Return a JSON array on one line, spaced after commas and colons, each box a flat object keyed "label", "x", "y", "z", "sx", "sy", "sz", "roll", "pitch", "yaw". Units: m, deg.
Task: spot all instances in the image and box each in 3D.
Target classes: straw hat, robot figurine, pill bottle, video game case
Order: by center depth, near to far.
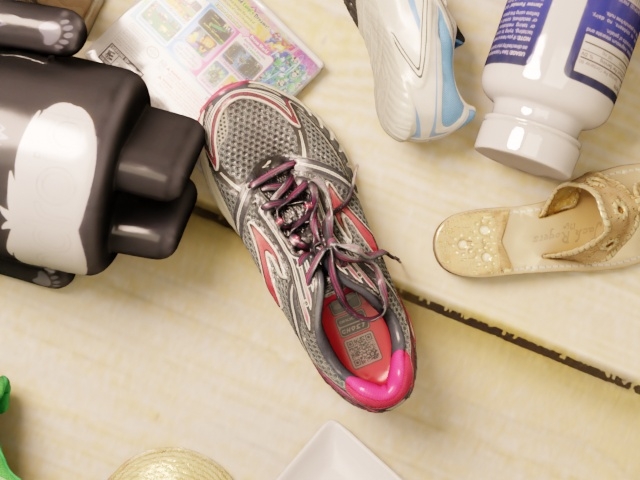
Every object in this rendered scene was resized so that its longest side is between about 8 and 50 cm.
[{"label": "robot figurine", "x": -0.237, "y": -0.071, "z": 0.811, "sx": 0.278, "sy": 0.173, "sz": 0.209, "roll": 12, "pitch": 87, "yaw": 0}, {"label": "pill bottle", "x": 0.196, "y": -0.151, "z": 0.839, "sx": 0.112, "sy": 0.112, "sz": 0.187, "roll": 20, "pitch": 89, "yaw": 0}, {"label": "straw hat", "x": -0.128, "y": 0.244, "z": 0.848, "sx": 0.144, "sy": 0.061, "sz": 0.144, "roll": 0, "pitch": 80, "yaw": 1}, {"label": "video game case", "x": -0.101, "y": -0.157, "z": 0.885, "sx": 0.157, "sy": 0.019, "sz": 0.143, "roll": 45, "pitch": 89, "yaw": 1}]

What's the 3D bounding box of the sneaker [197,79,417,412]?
[{"label": "sneaker", "x": 0.000, "y": 0.000, "z": 0.834, "sx": 0.121, "sy": 0.112, "sz": 0.299, "roll": -31, "pitch": 91, "yaw": -1}]

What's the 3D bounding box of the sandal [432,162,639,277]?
[{"label": "sandal", "x": 0.217, "y": -0.012, "z": 0.854, "sx": 0.240, "sy": 0.079, "sz": 0.088, "roll": -11, "pitch": 90, "yaw": 0}]

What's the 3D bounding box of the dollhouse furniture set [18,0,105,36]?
[{"label": "dollhouse furniture set", "x": -0.247, "y": -0.361, "z": 0.798, "sx": 0.286, "sy": 0.198, "sz": 0.303, "roll": 25, "pitch": 89, "yaw": 0}]

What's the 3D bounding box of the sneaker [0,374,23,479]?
[{"label": "sneaker", "x": -0.330, "y": 0.135, "z": 0.854, "sx": 0.123, "sy": 0.109, "sz": 0.295, "roll": -35, "pitch": 88, "yaw": -23}]

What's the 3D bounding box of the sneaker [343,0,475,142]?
[{"label": "sneaker", "x": 0.072, "y": -0.199, "z": 0.862, "sx": 0.086, "sy": 0.085, "sz": 0.237, "roll": -10, "pitch": 86, "yaw": -26}]

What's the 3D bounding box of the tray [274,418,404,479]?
[{"label": "tray", "x": -0.024, "y": 0.291, "z": 0.830, "sx": 0.145, "sy": 0.030, "sz": 0.270, "roll": 42, "pitch": 66, "yaw": 6}]
